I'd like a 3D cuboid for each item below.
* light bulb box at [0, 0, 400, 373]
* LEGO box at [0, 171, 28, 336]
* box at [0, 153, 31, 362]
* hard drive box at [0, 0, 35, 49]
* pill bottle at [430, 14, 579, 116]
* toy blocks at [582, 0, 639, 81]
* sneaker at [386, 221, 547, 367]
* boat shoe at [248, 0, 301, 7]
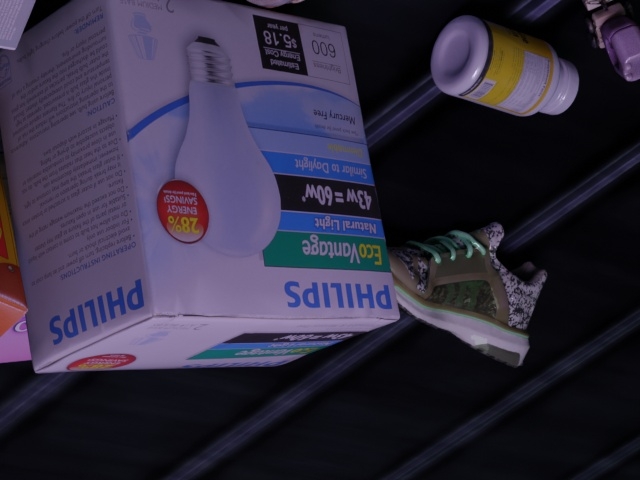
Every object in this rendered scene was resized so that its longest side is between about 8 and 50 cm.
[{"bbox_3d":[-0.136,-0.056,1.670,0.358,0.361,0.225,3,161,-44],"label":"light bulb box"},{"bbox_3d":[-0.567,-0.096,1.508,0.193,0.373,0.500,-39,139,22],"label":"LEGO box"},{"bbox_3d":[-0.338,0.015,1.850,0.213,0.243,0.117,-5,139,-20],"label":"box"},{"bbox_3d":[-0.410,-0.295,1.493,0.232,0.181,0.089,7,136,-29],"label":"hard drive box"},{"bbox_3d":[0.238,-0.216,1.935,0.184,0.103,0.103,12,132,-35],"label":"pill bottle"},{"bbox_3d":[0.494,-0.298,1.822,0.308,0.260,0.289,-23,143,4],"label":"toy blocks"},{"bbox_3d":[0.187,0.037,2.235,0.410,0.158,0.182,28,91,-41],"label":"sneaker"},{"bbox_3d":[0.039,-0.371,1.671,0.324,0.123,0.116,-33,175,3],"label":"boat shoe"}]
